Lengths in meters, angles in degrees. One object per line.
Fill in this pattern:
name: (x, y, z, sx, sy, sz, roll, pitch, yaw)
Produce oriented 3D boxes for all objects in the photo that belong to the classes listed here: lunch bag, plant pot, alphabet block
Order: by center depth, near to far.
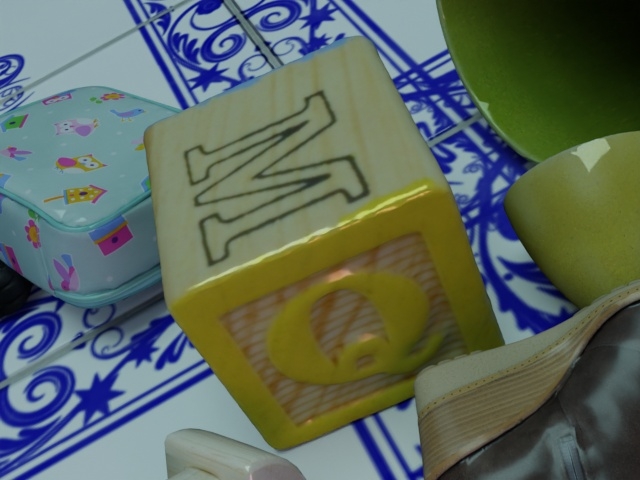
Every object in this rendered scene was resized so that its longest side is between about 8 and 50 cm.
plant pot: (0.205, -0.001, 0.623, 0.134, 0.134, 0.095, -16, 67, 12)
alphabet block: (0.000, 0.000, 0.664, 0.193, 0.192, 0.197, -25, 42, 5)
plant pot: (0.288, -0.226, 0.717, 0.293, 0.275, 0.275, -23, 40, -22)
lunch bag: (-0.206, -0.055, 0.853, 0.279, 0.108, 0.224, 24, 42, 37)

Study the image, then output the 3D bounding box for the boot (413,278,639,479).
boot: (0.192, 0.139, 0.535, 0.248, 0.090, 0.207, -20, 57, 1)

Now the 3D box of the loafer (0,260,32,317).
loafer: (-0.389, 0.051, 0.892, 0.223, 0.076, 0.078, -13, 39, 8)

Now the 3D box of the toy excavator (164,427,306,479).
toy excavator: (-0.193, 0.300, 0.408, 0.222, 0.433, 0.445, 9, 81, 40)
